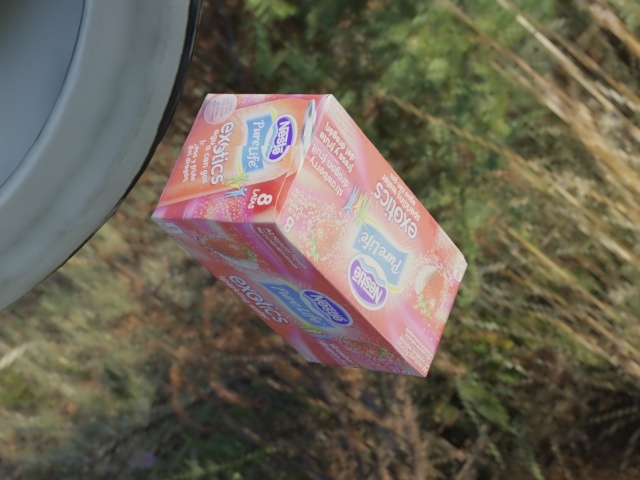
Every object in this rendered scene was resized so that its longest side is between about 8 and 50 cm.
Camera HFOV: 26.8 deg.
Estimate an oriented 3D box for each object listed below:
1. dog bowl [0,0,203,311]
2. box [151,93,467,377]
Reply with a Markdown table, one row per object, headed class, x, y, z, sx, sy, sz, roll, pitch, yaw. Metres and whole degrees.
| class | x | y | z | sx | sy | sz | roll | pitch | yaw |
| --- | --- | --- | --- | --- | --- | --- | --- | --- | --- |
| dog bowl | -0.246 | -0.123 | 0.424 | 0.408 | 0.408 | 0.150 | -41 | 42 | 26 |
| box | 0.000 | 0.000 | 1.292 | 0.154 | 0.300 | 0.142 | 4 | 62 | 35 |
